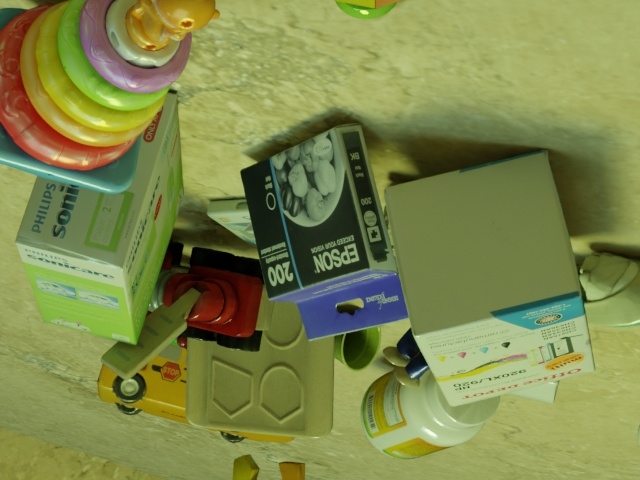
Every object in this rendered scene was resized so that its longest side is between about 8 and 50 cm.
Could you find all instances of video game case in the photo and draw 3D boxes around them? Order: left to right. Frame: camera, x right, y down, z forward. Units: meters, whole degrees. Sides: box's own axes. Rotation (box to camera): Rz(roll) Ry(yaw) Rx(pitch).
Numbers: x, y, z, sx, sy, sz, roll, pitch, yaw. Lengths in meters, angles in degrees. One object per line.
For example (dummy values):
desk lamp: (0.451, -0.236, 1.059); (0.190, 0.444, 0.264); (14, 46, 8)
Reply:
video game case: (-0.010, 0.000, 1.839); (0.183, 0.023, 0.201); (-2, 154, 39)

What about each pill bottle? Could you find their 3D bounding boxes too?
pill bottle: (0.163, 0.236, 2.175); (0.136, 0.136, 0.246); (20, 159, -14)

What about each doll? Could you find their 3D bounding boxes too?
doll: (0.153, 0.087, 1.738); (0.046, 0.129, 0.189); (24, 114, -34)

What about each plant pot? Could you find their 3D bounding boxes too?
plant pot: (0.029, 0.135, 2.105); (0.079, 0.083, 0.083); (13, 163, 42)

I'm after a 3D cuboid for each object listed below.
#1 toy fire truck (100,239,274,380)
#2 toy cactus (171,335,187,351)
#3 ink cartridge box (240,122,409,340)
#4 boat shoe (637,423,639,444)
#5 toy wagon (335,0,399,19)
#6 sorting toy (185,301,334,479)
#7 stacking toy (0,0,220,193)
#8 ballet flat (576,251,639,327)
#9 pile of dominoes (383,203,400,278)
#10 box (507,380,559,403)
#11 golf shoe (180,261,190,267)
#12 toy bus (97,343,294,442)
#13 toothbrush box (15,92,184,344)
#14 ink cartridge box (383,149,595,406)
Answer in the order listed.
toy fire truck: (-0.203, 0.083, 1.865); (0.217, 0.158, 0.246); (12, -178, 27)
toy cactus: (-0.114, 0.172, 2.165); (0.219, 0.180, 0.112); (16, 140, -16)
ink cartridge box: (0.000, 0.000, 1.591); (0.045, 0.208, 0.206); (-13, 177, -34)
boat shoe: (0.582, 0.311, 2.142); (0.301, 0.108, 0.102); (11, 159, -12)
toy wagon: (-0.063, -0.267, 1.112); (0.344, 0.068, 0.267); (12, 159, 7)
sorting toy: (-0.081, 0.206, 2.059); (0.229, 0.307, 0.041); (1, 179, 31)
stacking toy: (-0.180, -0.169, 1.331); (0.175, 0.165, 0.302); (16, 157, -29)
ballet flat: (0.298, 0.052, 1.698); (0.086, 0.086, 0.248); (30, 156, -34)
pile of dominoes: (0.106, -0.002, 1.732); (0.196, 0.040, 0.251); (-2, 163, -3)
box: (0.266, 0.151, 1.952); (0.101, 0.087, 0.102); (11, 159, 11)
golf shoe: (-0.207, 0.055, 2.060); (0.176, 0.086, 0.069); (41, 142, 8)
toy bus: (-0.189, 0.241, 2.441); (0.333, 0.130, 0.108); (15, 161, -1)
toothbrush box: (-0.237, -0.029, 1.660); (0.122, 0.206, 0.283); (14, 159, 3)
ink cartridge box: (0.179, 0.046, 1.553); (0.171, 0.168, 0.232); (-14, 154, 8)
